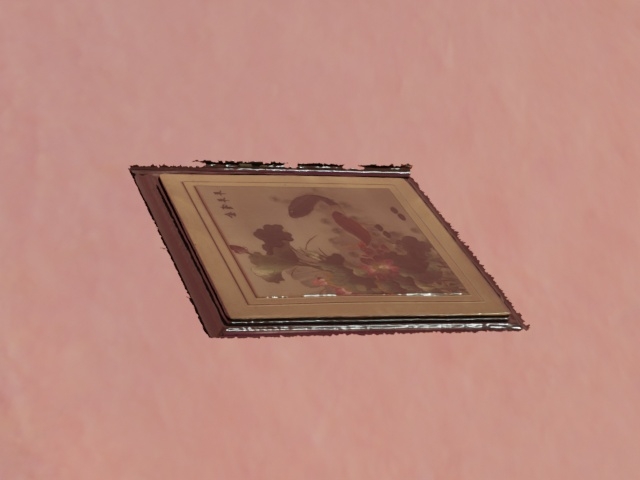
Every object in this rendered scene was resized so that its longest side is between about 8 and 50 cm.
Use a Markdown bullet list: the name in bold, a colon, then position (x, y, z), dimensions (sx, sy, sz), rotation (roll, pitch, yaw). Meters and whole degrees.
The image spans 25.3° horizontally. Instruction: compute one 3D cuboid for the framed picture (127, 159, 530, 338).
- **framed picture**: position (0.000, 0.000, 0.845), dimensions (0.199, 0.195, 0.010), rotation (0, 119, -22)
